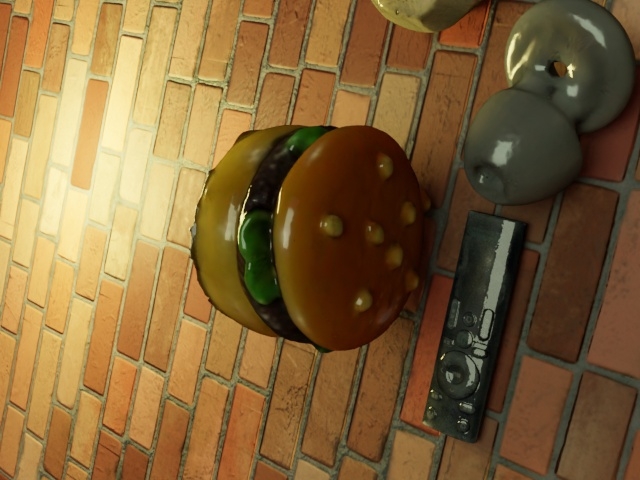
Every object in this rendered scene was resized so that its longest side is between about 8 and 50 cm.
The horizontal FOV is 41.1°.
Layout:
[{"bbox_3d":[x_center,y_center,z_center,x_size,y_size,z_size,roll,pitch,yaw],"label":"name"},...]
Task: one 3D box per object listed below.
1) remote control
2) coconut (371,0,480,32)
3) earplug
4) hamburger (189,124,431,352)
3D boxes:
[{"bbox_3d":[0.254,0.143,1.425,0.107,0.044,0.377,18,98,42],"label":"remote control"},{"bbox_3d":[0.186,-0.465,1.409,0.241,0.241,0.241,-2,86,39],"label":"coconut"},{"bbox_3d":[0.336,-0.204,1.290,0.214,0.175,0.325,34,108,33],"label":"earplug"},{"bbox_3d":[0.000,0.000,1.422,0.278,0.396,0.395,8,93,39],"label":"hamburger"}]
